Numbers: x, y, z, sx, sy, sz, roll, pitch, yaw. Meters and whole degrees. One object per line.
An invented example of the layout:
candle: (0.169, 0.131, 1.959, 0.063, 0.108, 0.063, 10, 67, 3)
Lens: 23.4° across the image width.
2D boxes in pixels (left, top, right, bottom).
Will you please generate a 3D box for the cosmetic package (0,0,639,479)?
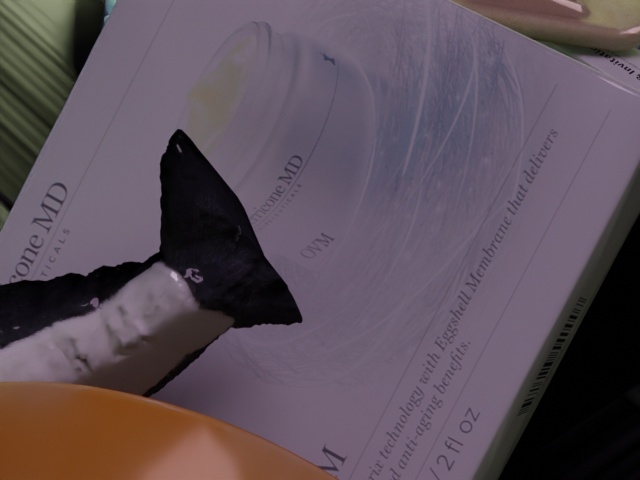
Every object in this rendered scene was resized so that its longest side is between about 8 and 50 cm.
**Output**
cosmetic package: (0.000, 0.000, 0.671, 0.225, 0.224, 0.138, 28, 3, 14)

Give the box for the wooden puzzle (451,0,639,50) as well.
wooden puzzle: (0.039, -0.259, 1.089, 0.348, 0.080, 0.322, 1, 40, -19)

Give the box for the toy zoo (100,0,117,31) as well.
toy zoo: (-0.024, -0.159, 1.034, 0.293, 0.030, 0.192, -20, 52, -38)

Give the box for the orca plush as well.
orca plush: (-0.158, 0.041, 0.587, 0.151, 0.287, 0.102, 32, 27, -48)

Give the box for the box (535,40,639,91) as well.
box: (0.249, -0.127, 1.095, 0.145, 0.038, 0.186, 37, 43, 23)

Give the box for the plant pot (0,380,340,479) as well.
plant pot: (-0.077, 0.179, 0.489, 0.205, 0.205, 0.188, 19, 54, 1)
